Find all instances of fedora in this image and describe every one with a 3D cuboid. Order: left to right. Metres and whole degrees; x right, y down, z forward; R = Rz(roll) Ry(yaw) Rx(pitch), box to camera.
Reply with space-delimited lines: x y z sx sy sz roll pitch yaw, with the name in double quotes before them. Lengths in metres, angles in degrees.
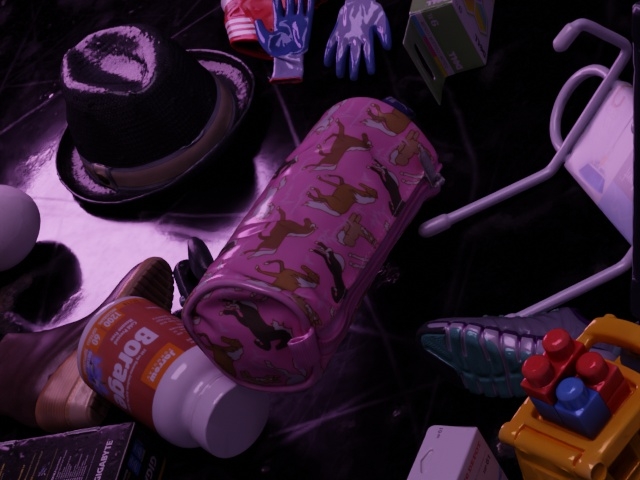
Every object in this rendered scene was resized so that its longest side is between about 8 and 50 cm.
"fedora" -0.256 -0.201 2.258 0.334 0.152 0.334 -19 39 16

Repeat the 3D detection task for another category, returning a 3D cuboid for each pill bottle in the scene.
"pill bottle" -0.160 0.152 1.810 0.216 0.121 0.121 26 65 40

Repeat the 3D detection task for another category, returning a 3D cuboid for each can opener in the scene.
"can opener" -0.133 0.078 1.939 0.059 0.073 0.186 -23 47 0

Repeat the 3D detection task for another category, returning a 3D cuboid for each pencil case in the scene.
"pencil case" 0.000 0.000 1.789 0.167 0.160 0.386 -34 15 43

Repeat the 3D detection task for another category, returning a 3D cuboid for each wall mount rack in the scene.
"wall mount rack" 0.263 -0.058 1.760 0.304 0.130 0.350 -59 30 20

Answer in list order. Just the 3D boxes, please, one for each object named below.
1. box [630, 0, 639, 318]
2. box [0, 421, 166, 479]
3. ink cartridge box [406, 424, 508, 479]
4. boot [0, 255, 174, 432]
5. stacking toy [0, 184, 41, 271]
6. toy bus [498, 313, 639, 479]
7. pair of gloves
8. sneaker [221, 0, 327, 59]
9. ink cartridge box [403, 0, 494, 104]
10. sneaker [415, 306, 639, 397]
"box" 0.475 -0.083 1.378 0.396 0.293 0.212 -18 31 -23
"box" -0.322 0.353 1.750 0.257 0.079 0.322 -14 41 27
"ink cartridge box" 0.130 0.239 1.512 0.052 0.122 0.088 -3 47 34
"boot" -0.304 0.116 1.988 0.207 0.090 0.248 3 53 35
"stacking toy" -0.577 0.054 2.134 0.480 0.350 0.351 -33 34 -27
"toy bus" 0.263 0.142 1.456 0.220 0.211 0.149 -47 38 -20
"pair of gloves" 0.002 -0.280 2.218 0.198 0.023 0.159 -6 62 19
"sneaker" -0.029 -0.318 2.309 0.221 0.087 0.128 -20 55 18
"ink cartridge box" 0.166 -0.284 2.084 0.062 0.109 0.209 -13 41 26
"sneaker" 0.209 0.105 1.660 0.224 0.083 0.098 10 39 31
